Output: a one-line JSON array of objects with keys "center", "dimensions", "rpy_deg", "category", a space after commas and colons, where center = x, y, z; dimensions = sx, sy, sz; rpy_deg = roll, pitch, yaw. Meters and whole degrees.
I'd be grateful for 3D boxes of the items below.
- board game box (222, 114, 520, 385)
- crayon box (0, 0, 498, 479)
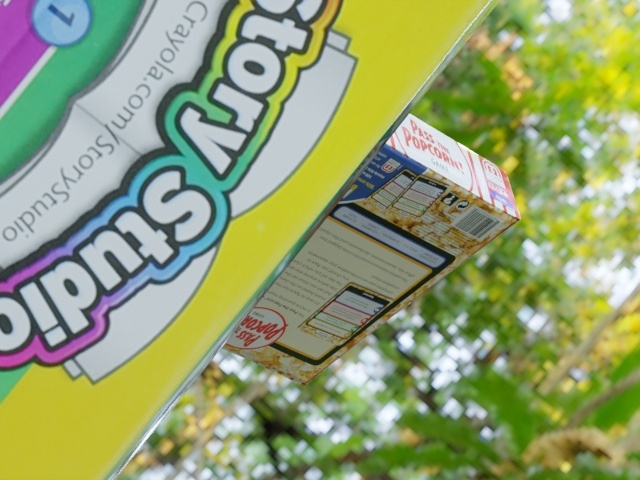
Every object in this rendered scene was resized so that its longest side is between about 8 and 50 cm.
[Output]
[{"center": [0.000, 0.000, 1.111], "dimensions": [0.147, 0.045, 0.193], "rpy_deg": [28, -55, -37], "category": "board game box"}, {"center": [-0.173, -0.040, 0.573], "dimensions": [0.313, 0.363, 0.106], "rpy_deg": [39, 2, -2], "category": "crayon box"}]
